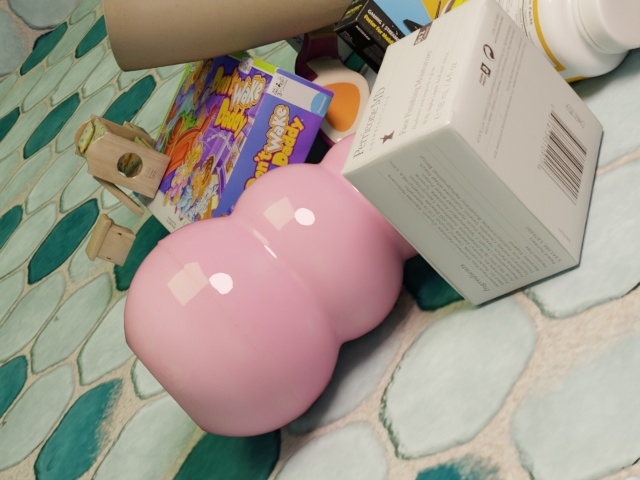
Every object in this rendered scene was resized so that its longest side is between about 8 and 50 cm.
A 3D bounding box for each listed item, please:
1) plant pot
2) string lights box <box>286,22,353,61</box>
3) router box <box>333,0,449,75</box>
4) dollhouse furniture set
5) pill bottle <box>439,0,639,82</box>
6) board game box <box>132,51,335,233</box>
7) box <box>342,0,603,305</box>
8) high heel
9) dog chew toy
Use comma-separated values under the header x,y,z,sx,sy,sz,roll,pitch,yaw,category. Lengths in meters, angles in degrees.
x,y,z,sx,sy,sz,roll,pitch,yaw,category
-0.096,-0.326,1.637,0.274,0.257,0.256,0,35,3,plant pot
0.044,-0.363,1.863,0.260,0.133,0.077,-49,24,-7,string lights box
0.113,-0.207,1.450,0.046,0.179,0.133,-14,40,54,router box
-0.290,-0.074,1.835,0.161,0.101,0.182,-65,23,7,dollhouse furniture set
0.218,-0.207,1.353,0.215,0.117,0.117,-7,45,55,pill bottle
-0.117,-0.114,1.724,0.233,0.078,0.347,-66,23,5,board game box
0.136,-0.078,1.207,0.119,0.182,0.181,-26,32,38,box
0.009,-0.164,1.730,0.082,0.117,0.244,-9,46,-11,high heel
-0.019,0.026,1.304,0.332,0.207,0.206,-41,23,-8,dog chew toy
